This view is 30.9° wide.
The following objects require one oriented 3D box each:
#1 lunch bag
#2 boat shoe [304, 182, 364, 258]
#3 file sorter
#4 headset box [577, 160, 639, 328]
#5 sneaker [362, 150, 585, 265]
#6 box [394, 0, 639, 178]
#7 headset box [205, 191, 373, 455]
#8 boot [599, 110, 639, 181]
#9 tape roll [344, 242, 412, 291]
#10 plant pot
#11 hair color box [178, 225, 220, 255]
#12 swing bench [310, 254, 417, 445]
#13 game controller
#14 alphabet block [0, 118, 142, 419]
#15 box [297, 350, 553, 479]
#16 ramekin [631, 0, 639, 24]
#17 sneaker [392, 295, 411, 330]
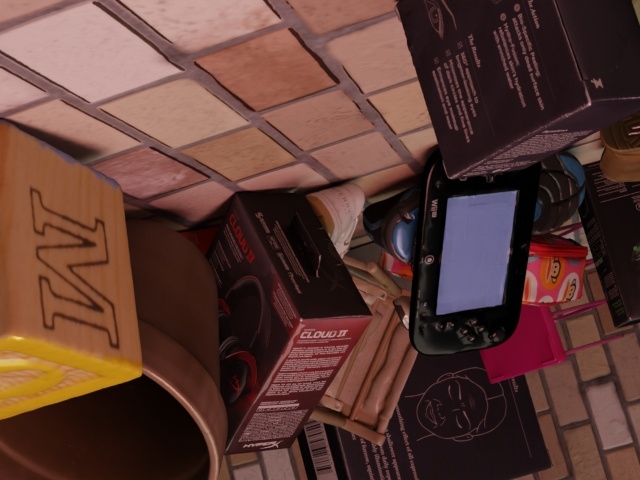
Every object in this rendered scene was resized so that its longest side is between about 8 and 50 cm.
[{"bbox_3d":[0.239,0.029,1.794,0.293,0.120,0.258,12,-173,37],"label":"lunch bag"},{"bbox_3d":[0.000,0.000,1.616,0.096,0.098,0.277,-29,171,-24],"label":"boat shoe"},{"bbox_3d":[0.373,0.071,2.014,0.182,0.290,0.202,-12,170,-30],"label":"file sorter"},{"bbox_3d":[0.571,-0.008,1.887,0.246,0.283,0.131,-16,169,1],"label":"headset box"},{"bbox_3d":[0.221,-0.062,1.659,0.341,0.125,0.139,-14,-163,-21],"label":"sneaker"},{"bbox_3d":[0.157,-0.149,0.900,0.093,0.156,0.158,-8,167,-37],"label":"box"},{"bbox_3d":[-0.066,0.094,1.464,0.110,0.218,0.293,0,136,-34],"label":"headset box"},{"bbox_3d":[0.500,-0.149,1.608,0.236,0.089,0.269,-5,172,16],"label":"boot"},{"bbox_3d":[0.131,0.098,2.133,0.246,0.169,0.246,-15,170,-3],"label":"tape roll"},{"bbox_3d":[-0.243,0.133,1.342,0.323,0.323,0.280,-20,-148,25],"label":"plant pot"},{"bbox_3d":[-0.175,0.020,1.602,0.167,0.053,0.093,-12,170,-27],"label":"hair color box"},{"bbox_3d":[0.032,0.160,1.827,0.165,0.253,0.255,19,172,35],"label":"swing bench"},{"bbox_3d":[0.201,0.012,1.546,0.166,0.319,0.067,-11,-150,-25],"label":"game controller"},{"bbox_3d":[-0.293,0.038,1.044,0.192,0.197,0.193,-20,157,21],"label":"alphabet block"},{"bbox_3d":[0.168,0.323,2.092,0.395,0.293,0.212,-10,169,-23],"label":"box"},{"bbox_3d":[0.456,-0.190,1.126,0.303,0.148,0.303,-15,170,-3],"label":"ramekin"},{"bbox_3d":[0.171,0.099,1.763,0.075,0.057,0.161,-34,157,22],"label":"sneaker"}]
